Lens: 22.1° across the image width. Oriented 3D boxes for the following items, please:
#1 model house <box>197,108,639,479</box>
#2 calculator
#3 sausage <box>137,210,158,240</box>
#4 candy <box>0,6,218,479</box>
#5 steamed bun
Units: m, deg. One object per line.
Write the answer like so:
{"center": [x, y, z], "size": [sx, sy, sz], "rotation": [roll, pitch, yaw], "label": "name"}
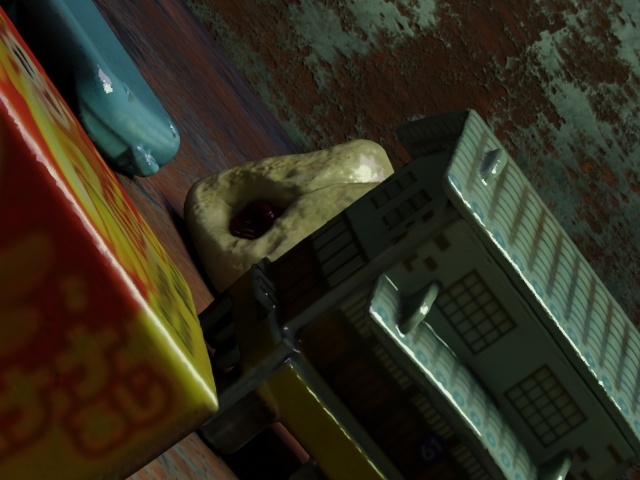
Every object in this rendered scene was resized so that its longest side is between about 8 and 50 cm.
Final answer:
{"center": [0.065, 0.076, 0.929], "size": [0.224, 0.215, 0.198], "rotation": [52, 6, -14], "label": "model house"}
{"center": [-0.192, -0.160, 1.152], "size": [0.293, 0.051, 0.173], "rotation": [55, 4, 17], "label": "calculator"}
{"center": [-0.094, 0.023, 0.689], "size": [0.062, 0.062, 0.154], "rotation": [51, 5, -20], "label": "sausage"}
{"center": [-0.140, -0.055, 0.481], "size": [0.276, 0.088, 0.146], "rotation": [57, 1, -13], "label": "candy"}
{"center": [0.000, 0.000, 1.216], "size": [0.141, 0.155, 0.172], "rotation": [50, 5, -46], "label": "steamed bun"}
